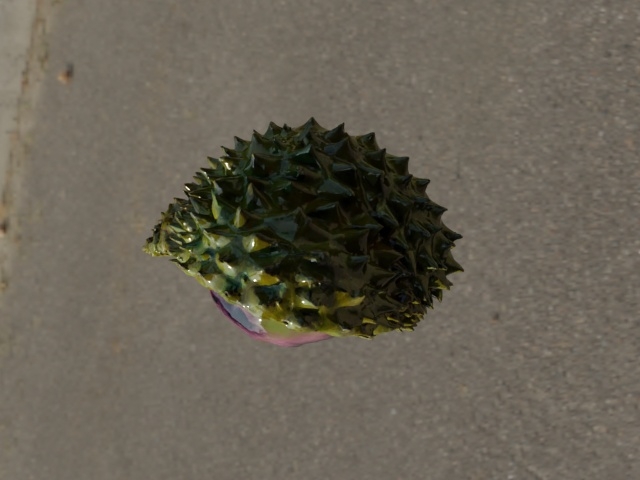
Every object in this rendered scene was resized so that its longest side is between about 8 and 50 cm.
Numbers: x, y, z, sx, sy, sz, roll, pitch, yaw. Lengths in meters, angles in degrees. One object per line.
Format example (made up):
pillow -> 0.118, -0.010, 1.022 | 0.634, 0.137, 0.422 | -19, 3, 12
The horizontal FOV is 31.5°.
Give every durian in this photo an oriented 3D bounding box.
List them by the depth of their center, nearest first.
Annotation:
durian -> 0.000, 0.002, 0.631 | 0.108, 0.187, 0.119 | -90, 19, -66
